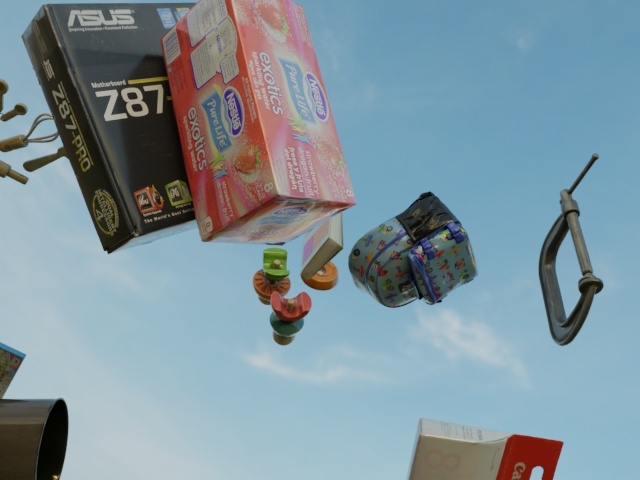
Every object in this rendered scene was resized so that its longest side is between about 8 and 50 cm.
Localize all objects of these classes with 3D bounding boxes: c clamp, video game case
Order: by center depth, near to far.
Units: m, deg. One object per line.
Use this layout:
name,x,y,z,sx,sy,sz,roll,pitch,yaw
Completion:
c clamp,0.245,0.016,0.681,0.022,0.161,0.137,11,-39,-6
video game case,-0.653,0.254,1.329,0.119,0.015,0.166,30,-69,-14

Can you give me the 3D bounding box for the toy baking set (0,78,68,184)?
toy baking set,-0.587,-0.194,1.313,0.256,0.030,0.197,34,-56,-19

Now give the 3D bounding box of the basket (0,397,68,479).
basket,-0.589,0.364,1.239,0.227,0.154,0.204,8,-70,-1

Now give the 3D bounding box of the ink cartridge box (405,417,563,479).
ink cartridge box,0.256,0.391,1.113,0.232,0.066,0.189,10,-68,7

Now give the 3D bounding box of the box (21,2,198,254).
box,-0.183,-0.183,1.016,0.097,0.395,0.318,-25,-95,45

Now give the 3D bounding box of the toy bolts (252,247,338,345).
toy bolts,-0.067,0.158,1.789,0.218,0.228,0.158,6,-48,-10

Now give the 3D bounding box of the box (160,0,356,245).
box,-0.083,-0.158,0.892,0.142,0.300,0.154,3,-24,-47

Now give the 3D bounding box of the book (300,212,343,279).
book,0.000,0.000,1.292,0.035,0.144,0.096,36,-65,-17

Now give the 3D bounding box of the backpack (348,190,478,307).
backpack,0.137,0.034,1.069,0.173,0.117,0.158,-29,-43,-7
